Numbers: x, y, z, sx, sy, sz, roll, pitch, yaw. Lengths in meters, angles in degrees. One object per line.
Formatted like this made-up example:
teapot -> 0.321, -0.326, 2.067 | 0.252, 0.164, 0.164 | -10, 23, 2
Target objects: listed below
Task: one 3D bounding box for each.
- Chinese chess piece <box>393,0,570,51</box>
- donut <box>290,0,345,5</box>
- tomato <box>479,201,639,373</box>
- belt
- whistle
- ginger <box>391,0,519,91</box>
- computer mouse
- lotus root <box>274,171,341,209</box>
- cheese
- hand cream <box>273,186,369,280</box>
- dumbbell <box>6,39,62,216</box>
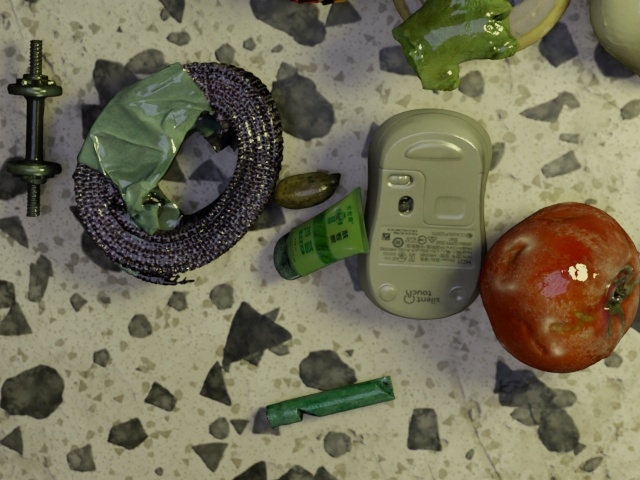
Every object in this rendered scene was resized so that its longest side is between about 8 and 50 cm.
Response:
Chinese chess piece -> 0.214, -0.369, 1.738 | 0.257, 0.104, 0.257 | 1, 98, 10
donut -> 0.017, -0.415, 1.728 | 0.235, 0.089, 0.235 | -12, 73, 44
tomato -> 0.313, 0.063, 1.730 | 0.189, 0.232, 0.232 | 18, 102, 36
belt -> -0.194, -0.103, 1.833 | 0.260, 0.122, 0.325 | 39, 101, -2
whistle -> 0.015, 0.233, 1.885 | 0.186, 0.039, 0.039 | -15, 95, 10
ginger -> 0.216, -0.308, 1.653 | 0.137, 0.089, 0.290 | 41, 99, 21
computer mouse -> 0.140, -0.042, 1.787 | 0.184, 0.121, 0.296 | -3, 113, -2
lotus root -> -0.016, -0.071, 1.840 | 0.099, 0.054, 0.049 | -14, 85, 11
cheese -> 0.433, -0.310, 1.679 | 0.154, 0.189, 0.198 | 34, 102, 36
hand cream -> 0.000, 0.000, 1.813 | 0.175, 0.046, 0.095 | -29, 59, 44
dumbbell -> -0.409, -0.159, 1.879 | 0.082, 0.081, 0.253 | 4, 99, 9
